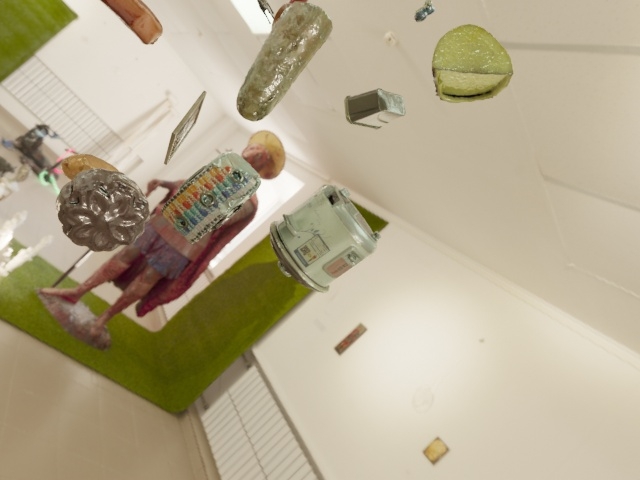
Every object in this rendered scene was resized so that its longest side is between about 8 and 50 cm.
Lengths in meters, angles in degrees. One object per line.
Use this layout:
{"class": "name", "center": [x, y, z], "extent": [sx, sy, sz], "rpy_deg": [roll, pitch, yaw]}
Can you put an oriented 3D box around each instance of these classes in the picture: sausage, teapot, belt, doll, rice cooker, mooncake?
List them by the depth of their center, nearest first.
{"class": "belt", "center": [-0.282, -0.118, 1.172], "extent": [0.150, 0.257, 0.207], "rpy_deg": [48, -9, -10]}
{"class": "sausage", "center": [-0.555, -0.668, 1.273], "extent": [0.083, 0.089, 0.300], "rpy_deg": [31, -2, 16]}
{"class": "rice cooker", "center": [0.000, 0.000, 1.308], "extent": [0.264, 0.317, 0.316], "rpy_deg": [62, 5, 36]}
{"class": "teapot", "center": [-0.082, -0.641, 1.347], "extent": [0.116, 0.116, 0.173], "rpy_deg": [51, -2, -38]}
{"class": "mooncake", "center": [-0.707, -0.090, 1.472], "extent": [0.283, 0.283, 0.141], "rpy_deg": [52, 1, -42]}
{"class": "doll", "center": [0.385, -0.852, 1.669], "extent": [0.050, 0.083, 0.076], "rpy_deg": [49, 19, -16]}
{"class": "sausage", "center": [-0.926, -0.274, 1.812], "extent": [0.120, 0.136, 0.241], "rpy_deg": [70, 11, 20]}

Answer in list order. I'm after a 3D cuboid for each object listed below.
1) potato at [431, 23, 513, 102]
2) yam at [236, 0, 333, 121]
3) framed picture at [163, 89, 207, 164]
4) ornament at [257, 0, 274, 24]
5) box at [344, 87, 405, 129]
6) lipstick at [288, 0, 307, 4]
{"class": "potato", "center": [0.622, -0.737, 1.907], "extent": [0.331, 0.212, 0.280], "rpy_deg": [5, -10, 4]}
{"class": "yam", "center": [-0.108, -0.459, 1.178], "extent": [0.133, 0.330, 0.133], "rpy_deg": [35, 9, -6]}
{"class": "framed picture", "center": [-0.490, -0.407, 1.619], "extent": [0.016, 0.249, 0.184], "rpy_deg": [29, -37, -12]}
{"class": "ornament", "center": [-0.181, -0.723, 1.352], "extent": [0.125, 0.028, 0.073], "rpy_deg": [41, 33, -51]}
{"class": "box", "center": [0.255, -0.593, 2.025], "extent": [0.178, 0.274, 0.138], "rpy_deg": [-5, -87, 41]}
{"class": "lipstick", "center": [-0.082, -1.102, 2.012], "extent": [0.073, 0.073, 0.280], "rpy_deg": [48, -37, -6]}
